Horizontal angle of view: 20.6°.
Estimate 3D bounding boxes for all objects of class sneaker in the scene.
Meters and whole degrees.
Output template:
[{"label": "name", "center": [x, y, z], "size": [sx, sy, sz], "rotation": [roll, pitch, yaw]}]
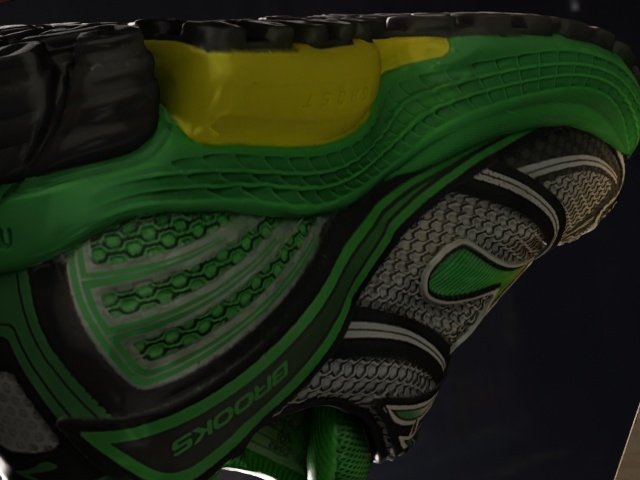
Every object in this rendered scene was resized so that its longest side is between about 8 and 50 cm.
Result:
[{"label": "sneaker", "center": [0.000, 0.000, 0.563], "size": [0.134, 0.146, 0.343], "rotation": [4, -170, 33]}]

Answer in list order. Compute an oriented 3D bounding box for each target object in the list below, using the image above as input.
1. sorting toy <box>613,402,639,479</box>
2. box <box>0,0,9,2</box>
[{"label": "sorting toy", "center": [0.172, 0.123, 0.648], "size": [0.089, 0.257, 0.255], "rotation": [12, -122, 22]}, {"label": "box", "center": [-0.019, -0.191, 0.522], "size": [0.142, 0.154, 0.300], "rotation": [-8, -156, 23]}]
